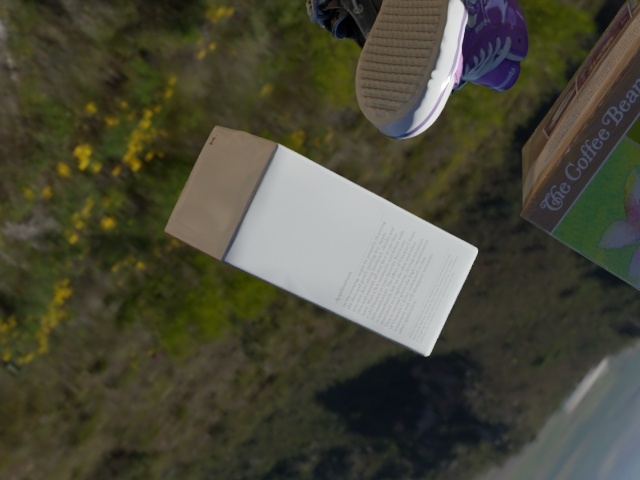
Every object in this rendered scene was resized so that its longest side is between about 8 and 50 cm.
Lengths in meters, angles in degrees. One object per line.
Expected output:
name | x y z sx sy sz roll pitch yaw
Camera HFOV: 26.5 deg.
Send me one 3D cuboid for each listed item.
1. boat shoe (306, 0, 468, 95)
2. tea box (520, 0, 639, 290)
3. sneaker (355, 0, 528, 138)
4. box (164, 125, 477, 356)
boat shoe | 0.037 -0.261 1.466 0.105 0.306 0.113 -34 166 -1
tea box | 0.423 -0.106 1.385 0.329 0.323 0.220 -58 -176 23
sneaker | 0.127 -0.167 1.212 0.102 0.161 0.282 -23 -144 36
box | 0.000 0.000 1.841 0.345 0.215 0.168 27 88 -28
